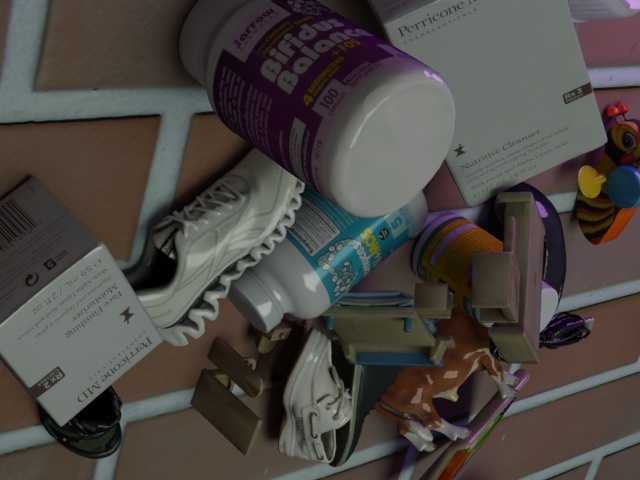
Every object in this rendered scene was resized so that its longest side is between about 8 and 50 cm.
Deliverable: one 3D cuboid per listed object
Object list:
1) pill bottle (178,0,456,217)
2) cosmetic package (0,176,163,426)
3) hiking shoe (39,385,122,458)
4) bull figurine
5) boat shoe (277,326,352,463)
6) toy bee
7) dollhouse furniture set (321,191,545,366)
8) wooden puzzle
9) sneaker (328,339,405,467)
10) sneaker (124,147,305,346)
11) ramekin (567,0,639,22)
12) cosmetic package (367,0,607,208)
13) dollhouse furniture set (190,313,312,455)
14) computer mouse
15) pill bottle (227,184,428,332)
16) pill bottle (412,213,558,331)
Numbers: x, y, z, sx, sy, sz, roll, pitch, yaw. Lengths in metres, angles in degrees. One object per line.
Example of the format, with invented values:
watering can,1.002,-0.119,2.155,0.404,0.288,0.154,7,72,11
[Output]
pill bottle,-0.015,-0.162,1.340,0.169,0.301,0.169,-28,136,-30
cosmetic package,-0.293,0.066,1.352,0.151,0.151,0.183,-40,141,-14
hiking shoe,-0.282,0.207,1.506,0.086,0.114,0.227,-39,140,-17
bull figurine,0.218,0.191,1.999,0.310,0.101,0.188,-36,96,-9
boat shoe,0.003,0.224,1.789,0.277,0.096,0.098,96,19,-51
toy bee,0.509,-0.135,2.065,0.298,0.162,0.195,-42,158,27
dollhouse furniture set,0.129,0.037,1.687,0.286,0.303,0.198,51,41,-63
wooden puzzle,0.249,0.339,2.119,0.221,0.044,0.238,-40,167,-40
sneaker,0.067,0.236,1.905,0.118,0.083,0.222,-7,117,-39
sneaker,-0.128,-0.011,1.513,0.292,0.110,0.118,-53,134,0
ramekin,0.384,-0.393,1.693,0.207,0.109,0.207,-16,113,-44
cosmetic package,0.204,-0.237,1.581,0.217,0.156,0.385,-27,143,8
dollhouse furniture set,-0.062,0.188,1.714,0.151,0.123,0.144,-1,120,-46
computer mouse,0.334,0.041,1.949,0.188,0.072,0.272,-10,92,-27
pill bottle,0.000,0.000,1.613,0.264,0.146,0.146,-40,141,-16
pill bottle,0.244,0.057,1.861,0.117,0.208,0.117,-27,136,-30
